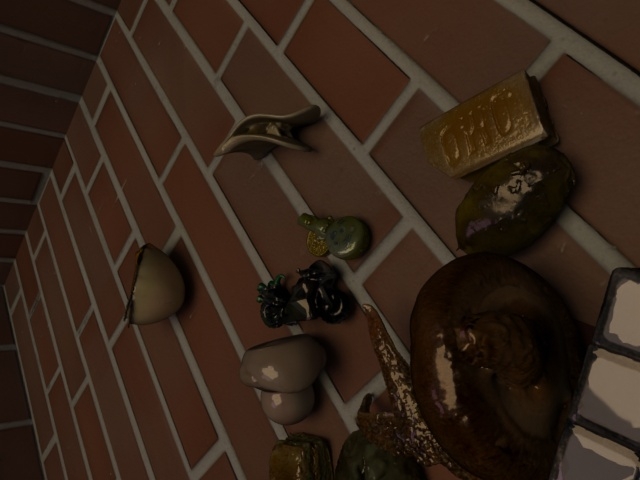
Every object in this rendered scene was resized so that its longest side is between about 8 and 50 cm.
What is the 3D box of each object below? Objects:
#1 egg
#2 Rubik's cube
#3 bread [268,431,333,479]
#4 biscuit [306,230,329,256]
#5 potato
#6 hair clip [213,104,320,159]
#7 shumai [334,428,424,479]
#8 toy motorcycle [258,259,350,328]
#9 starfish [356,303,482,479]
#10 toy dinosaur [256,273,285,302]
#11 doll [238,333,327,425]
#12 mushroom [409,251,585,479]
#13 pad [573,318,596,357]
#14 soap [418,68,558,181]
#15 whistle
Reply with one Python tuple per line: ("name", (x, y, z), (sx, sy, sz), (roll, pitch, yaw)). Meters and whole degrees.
("egg", (-0.534, 0.154, 1.741), (0.286, 0.174, 0.264), (-130, 54, -65))
("Rubik's cube", (0.502, 0.211, 0.633), (0.304, 0.305, 0.300), (21, 100, 45))
("bread", (-0.048, 0.569, 1.270), (0.138, 0.102, 0.196), (-12, 76, 40))
("biscuit", (0.000, 0.000, 1.329), (0.084, 0.023, 0.083), (-5, 83, 44))
("potato", (0.335, -0.061, 0.946), (0.149, 0.113, 0.251), (49, 116, 10))
("hair clip", (-0.124, -0.279, 1.390), (0.282, 0.173, 0.113), (0, 94, 35))
("shumai", (0.085, 0.526, 1.079), (0.222, 0.204, 0.271), (-49, 52, 28))
("toy motorcycle", (-0.047, 0.133, 1.303), (0.271, 0.106, 0.158), (-9, 83, 36))
("starfish", (0.221, 0.323, 1.023), (0.399, 0.132, 0.383), (0, 83, 41))
("toy dinosaur", (-0.116, 0.147, 1.412), (0.096, 0.059, 0.132), (26, 113, 34))
("doll", (-0.082, 0.338, 1.267), (0.251, 0.221, 0.220), (147, 119, -67))
("mushroom", (0.279, 0.186, 0.833), (0.239, 0.346, 0.344), (11, 94, 55))
("pad", (0.376, 0.216, 0.959), (0.300, 0.005, 0.202), (23, 102, 43))
("soap", (0.312, -0.203, 1.014), (0.232, 0.073, 0.140), (-25, 68, 41))
("whistle", (0.030, -0.019, 1.268), (0.199, 0.057, 0.104), (22, 83, 37))
